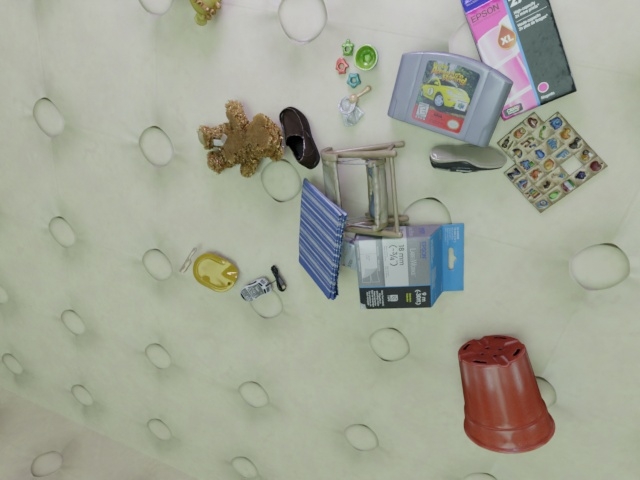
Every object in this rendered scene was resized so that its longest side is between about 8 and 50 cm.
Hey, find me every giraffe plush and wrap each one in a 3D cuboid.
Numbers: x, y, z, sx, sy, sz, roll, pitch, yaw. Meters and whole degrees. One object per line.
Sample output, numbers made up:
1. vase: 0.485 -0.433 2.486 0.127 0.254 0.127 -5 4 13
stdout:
1. giraffe plush: -0.349 -0.729 1.164 0.170 0.210 0.181 38 154 -26

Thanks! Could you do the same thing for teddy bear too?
1. teddy bear: -0.261 -0.322 1.341 0.337 0.113 0.245 -24 95 34

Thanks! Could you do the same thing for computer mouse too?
1. computer mouse: -0.223 0.172 1.561 0.192 0.042 0.106 -24 107 21

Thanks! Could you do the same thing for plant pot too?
1. plant pot: 0.563 0.461 1.291 0.272 0.272 0.265 -12 99 23

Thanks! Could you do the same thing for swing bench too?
1. swing bench: 0.123 -0.149 1.230 0.254 0.165 0.254 -1 112 20

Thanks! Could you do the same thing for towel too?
1. towel: 0.000 0.000 1.311 0.243 0.040 0.336 46 142 44

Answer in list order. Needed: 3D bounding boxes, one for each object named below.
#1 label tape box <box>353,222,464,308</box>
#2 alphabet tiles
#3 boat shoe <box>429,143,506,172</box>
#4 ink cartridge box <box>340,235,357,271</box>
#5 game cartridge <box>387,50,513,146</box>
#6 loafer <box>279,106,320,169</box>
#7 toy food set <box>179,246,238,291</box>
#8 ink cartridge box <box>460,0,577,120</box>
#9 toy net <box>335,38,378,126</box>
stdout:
1. label tape box: 0.281 0.082 1.274 0.333 0.106 0.241 -3 112 11
2. alphabet tiles: 0.608 -0.221 1.116 0.237 0.009 0.198 46 119 -3
3. boat shoe: 0.414 -0.226 1.163 0.205 0.075 0.065 7 156 13
4. ink cartridge box: 0.092 0.038 1.384 0.122 0.052 0.089 23 117 7
5. game cartridge: 0.333 -0.384 1.082 0.294 0.060 0.196 25 123 20
6. loafer: -0.072 -0.320 1.243 0.080 0.078 0.220 -37 70 30
7. toy food set: -0.418 0.114 1.596 0.217 0.071 0.128 26 94 5
8. ink cartridge box: 0.479 -0.505 1.013 0.175 0.069 0.371 -20 102 26
9. toy net: 0.087 -0.447 1.185 0.121 0.045 0.233 20 117 11
